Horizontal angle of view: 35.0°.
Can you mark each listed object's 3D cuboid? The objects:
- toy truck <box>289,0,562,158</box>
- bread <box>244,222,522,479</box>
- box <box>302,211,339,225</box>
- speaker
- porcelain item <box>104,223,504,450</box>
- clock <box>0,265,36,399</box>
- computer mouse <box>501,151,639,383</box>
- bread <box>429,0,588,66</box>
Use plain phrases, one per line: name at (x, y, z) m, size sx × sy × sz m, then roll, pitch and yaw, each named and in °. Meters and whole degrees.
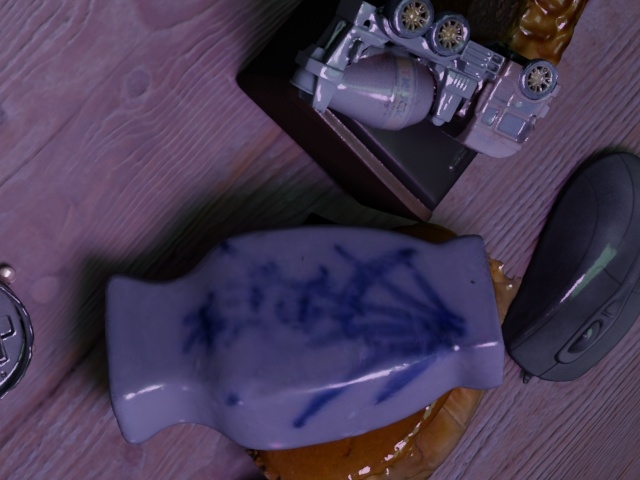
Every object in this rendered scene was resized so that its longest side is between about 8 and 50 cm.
toy truck at (0.103, -0.161, 1.013) m, size 0.257 × 0.108 × 0.140 m, roll 20°, pitch 103°, yaw -27°
bread at (0.068, 0.160, 1.243) m, size 0.388 × 0.236 × 0.183 m, roll -58°, pitch 143°, yaw -17°
box at (0.000, 0.000, 1.227) m, size 0.024 × 0.083 × 0.053 m, roll 38°, pitch 85°, yaw -28°
speaker at (0.055, -0.156, 1.154) m, size 0.231 × 0.192 × 0.153 m, roll 42°, pitch 81°, yaw -29°
porcelain item at (-0.017, 0.101, 1.100) m, size 0.405 × 0.178 × 0.242 m, roll -7°, pitch 67°, yaw -2°
clock at (-0.375, 0.102, 1.049) m, size 0.156 × 0.063 × 0.229 m, roll -17°, pitch 114°, yaw -25°
computer mouse at (0.395, 0.054, 1.464) m, size 0.188 × 0.122 × 0.371 m, roll 23°, pitch 95°, yaw -33°
bread at (0.207, -0.274, 1.186) m, size 0.096 × 0.222 × 0.181 m, roll 23°, pitch 88°, yaw -35°
